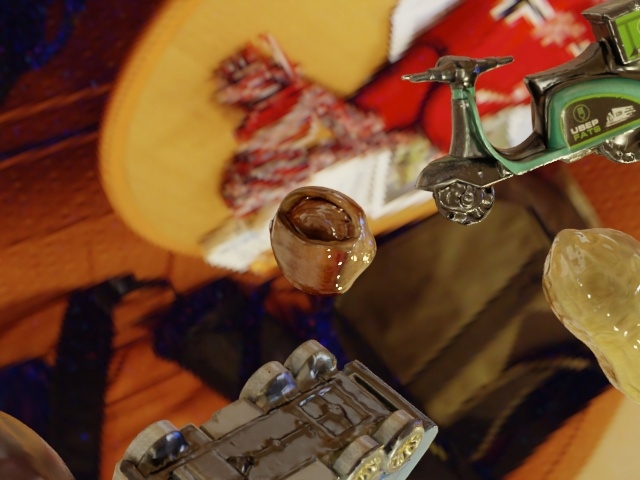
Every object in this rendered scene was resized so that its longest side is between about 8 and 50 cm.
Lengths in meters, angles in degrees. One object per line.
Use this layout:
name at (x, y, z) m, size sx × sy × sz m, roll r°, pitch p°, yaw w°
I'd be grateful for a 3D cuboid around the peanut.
peanut at (0.345, 0.087, 1.675) m, size 0.149 × 0.149 × 0.313 m, roll -34°, pitch 126°, yaw 15°

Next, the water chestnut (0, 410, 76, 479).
water chestnut at (-0.214, 0.180, 0.687) m, size 0.224 × 0.223 × 0.238 m, roll -43°, pitch 169°, yaw 31°

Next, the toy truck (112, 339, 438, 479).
toy truck at (-0.038, 0.220, 1.411) m, size 0.367 × 0.146 × 0.175 m, roll -21°, pitch 141°, yaw -48°

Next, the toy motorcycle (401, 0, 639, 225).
toy motorcycle at (0.130, -0.078, 0.908) m, size 0.173 × 0.100 × 0.058 m, roll -22°, pitch -168°, yaw -4°

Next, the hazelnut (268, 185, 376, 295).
hazelnut at (0.000, 0.000, 1.140) m, size 0.086 × 0.086 × 0.086 m, roll -23°, pitch 157°, yaw -11°
